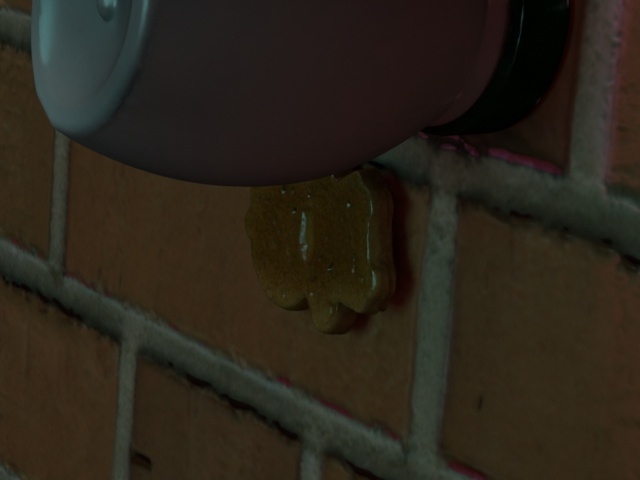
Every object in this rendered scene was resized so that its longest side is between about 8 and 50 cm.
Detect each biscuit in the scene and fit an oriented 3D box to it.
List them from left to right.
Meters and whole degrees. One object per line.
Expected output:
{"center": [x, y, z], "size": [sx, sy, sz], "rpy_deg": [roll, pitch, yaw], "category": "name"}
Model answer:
{"center": [0.000, 0.000, 1.745], "size": [0.225, 0.036, 0.166], "rpy_deg": [-4, 90, 59], "category": "biscuit"}

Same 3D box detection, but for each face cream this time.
{"center": [-0.015, -0.173, 1.458], "size": [0.219, 0.357, 0.312], "rpy_deg": [60, 138, 33], "category": "face cream"}
